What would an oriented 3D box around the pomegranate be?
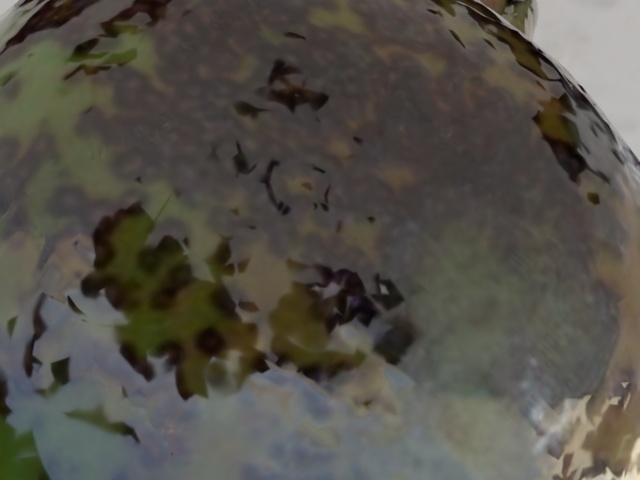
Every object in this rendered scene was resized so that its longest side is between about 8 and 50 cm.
[{"bbox_3d":[0.000,0.000,0.501,0.285,0.340,0.285,18,140,15],"label":"pomegranate"}]
